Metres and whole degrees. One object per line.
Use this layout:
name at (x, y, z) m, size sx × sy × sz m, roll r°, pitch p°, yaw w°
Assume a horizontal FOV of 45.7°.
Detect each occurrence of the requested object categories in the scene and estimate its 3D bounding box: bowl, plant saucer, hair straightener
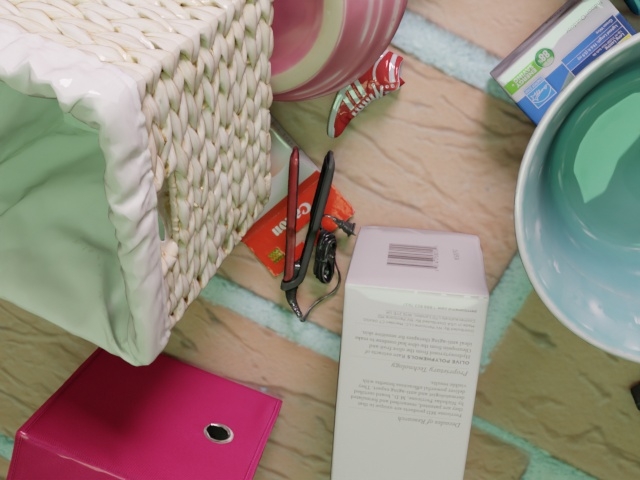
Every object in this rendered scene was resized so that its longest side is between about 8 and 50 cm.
bowl at (0.331, -0.056, 0.710) m, size 0.312 × 0.163 × 0.311 m, roll 3°, pitch 110°, yaw 7°
plant saucer at (-0.079, -0.272, 0.750) m, size 0.332 × 0.084 × 0.332 m, roll 15°, pitch 136°, yaw 15°
hair straightener at (0.000, 0.000, 0.913) m, size 0.089 × 0.047 × 0.230 m, roll 3°, pitch 116°, yaw -5°

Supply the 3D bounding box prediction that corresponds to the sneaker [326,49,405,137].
sneaker at (0.054, -0.163, 0.863) m, size 0.067 × 0.042 × 0.118 m, roll 23°, pitch 109°, yaw 4°

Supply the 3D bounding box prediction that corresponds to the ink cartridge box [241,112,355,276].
ink cartridge box at (-0.070, -0.053, 0.921) m, size 0.145 × 0.045 × 0.179 m, roll -39°, pitch 97°, yaw 19°

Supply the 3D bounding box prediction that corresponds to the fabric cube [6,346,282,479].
fabric cube at (-0.227, 0.315, 0.965) m, size 0.258 × 0.254 × 0.259 m, roll 22°, pitch 112°, yaw 3°

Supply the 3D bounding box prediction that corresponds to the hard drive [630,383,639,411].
hard drive at (0.573, 0.259, 0.921) m, size 0.237 × 0.064 × 0.339 m, roll -36°, pitch 101°, yaw 18°

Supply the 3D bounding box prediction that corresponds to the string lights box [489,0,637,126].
string lights box at (0.321, -0.129, 0.815) m, size 0.260 × 0.076 × 0.133 m, roll 44°, pitch 108°, yaw -8°

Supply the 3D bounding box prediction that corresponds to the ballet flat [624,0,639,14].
ballet flat at (0.279, -0.337, 0.747) m, size 0.086 × 0.086 × 0.248 m, roll -39°, pitch 108°, yaw 19°

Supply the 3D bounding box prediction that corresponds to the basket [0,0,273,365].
basket at (-0.232, -0.116, 0.722) m, size 0.332 × 0.266 × 0.328 m, roll 24°, pitch 139°, yaw 16°

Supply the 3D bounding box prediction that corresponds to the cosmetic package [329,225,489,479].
cosmetic package at (0.096, 0.186, 0.900) m, size 0.155 × 0.197 × 0.365 m, roll 5°, pitch 112°, yaw 6°
